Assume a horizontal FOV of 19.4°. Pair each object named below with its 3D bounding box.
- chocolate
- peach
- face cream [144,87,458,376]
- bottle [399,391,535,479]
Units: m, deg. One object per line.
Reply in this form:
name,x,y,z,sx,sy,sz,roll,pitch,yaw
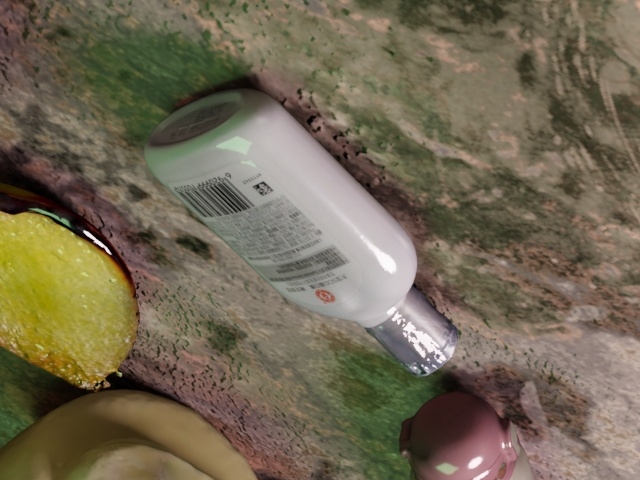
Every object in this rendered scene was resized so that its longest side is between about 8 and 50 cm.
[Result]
chocolate,-0.187,0.295,1.802,0.297,0.326,0.314,-40,85,33
peach,-0.243,0.028,1.647,0.189,0.068,0.279,1,140,20
face cream,0.000,0.000,1.439,0.144,0.071,0.291,-15,130,47
bottle,0.136,0.222,1.635,0.110,0.110,0.233,8,144,25
